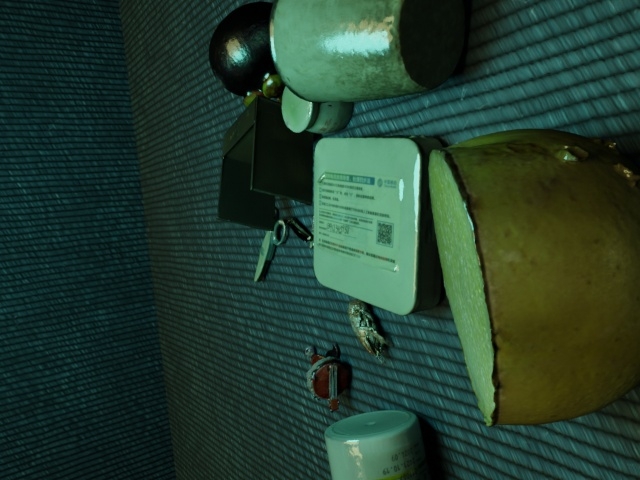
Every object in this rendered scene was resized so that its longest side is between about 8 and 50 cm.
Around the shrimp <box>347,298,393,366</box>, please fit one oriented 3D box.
[{"bbox_3d":[0.127,0.237,1.376,0.073,0.074,0.190,-41,56,29],"label":"shrimp"}]

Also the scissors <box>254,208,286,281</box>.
[{"bbox_3d":[-0.178,0.028,1.791,0.138,0.041,0.289,50,131,39],"label":"scissors"}]

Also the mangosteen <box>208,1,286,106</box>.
[{"bbox_3d":[-0.162,-0.499,1.484,0.275,0.275,0.302,-24,97,54],"label":"mangosteen"}]

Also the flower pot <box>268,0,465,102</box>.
[{"bbox_3d":[0.099,-0.420,1.090,0.330,0.293,0.294,23,115,46],"label":"flower pot"}]

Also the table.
[{"bbox_3d":[-0.152,-0.206,1.501,0.250,0.196,0.282,-30,54,52],"label":"table"}]

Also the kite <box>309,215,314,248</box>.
[{"bbox_3d":[0.000,0.000,1.558,0.139,0.011,0.157,-30,72,56],"label":"kite"}]

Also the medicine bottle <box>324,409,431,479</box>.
[{"bbox_3d":[0.142,0.550,1.267,0.237,0.237,0.232,-16,82,55],"label":"medicine bottle"}]

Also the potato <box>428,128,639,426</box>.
[{"bbox_3d":[0.360,0.046,0.824,0.385,0.319,0.443,-72,-27,-75],"label":"potato"}]

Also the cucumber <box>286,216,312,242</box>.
[{"bbox_3d":[-0.065,-0.031,1.622,0.135,0.033,0.034,48,172,41],"label":"cucumber"}]

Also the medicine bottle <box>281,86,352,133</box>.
[{"bbox_3d":[-0.011,-0.352,1.380,0.147,0.142,0.148,18,112,52],"label":"medicine bottle"}]

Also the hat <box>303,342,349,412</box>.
[{"bbox_3d":[0.004,0.381,1.572,0.140,0.128,0.227,69,169,-20],"label":"hat"}]

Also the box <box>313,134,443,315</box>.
[{"bbox_3d":[0.125,-0.054,1.278,0.395,0.111,0.397,16,109,52],"label":"box"}]
